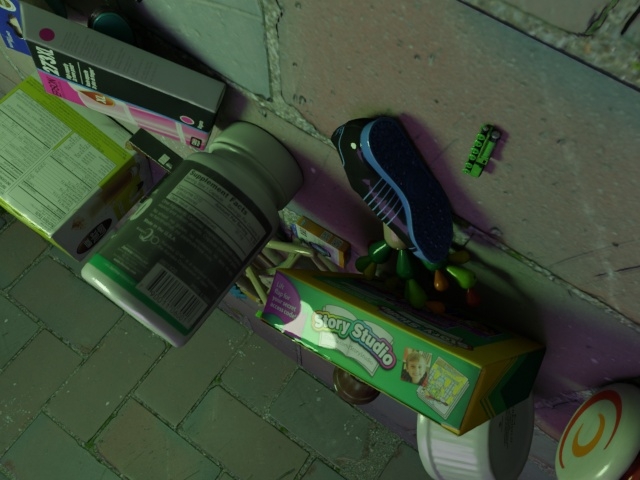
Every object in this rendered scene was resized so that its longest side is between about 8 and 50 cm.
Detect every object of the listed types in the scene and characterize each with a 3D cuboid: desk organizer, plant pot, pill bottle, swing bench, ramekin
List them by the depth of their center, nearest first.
[{"bbox_3d":[-0.201,-0.019,0.879,0.204,0.361,0.204,33,160,14],"label":"pill bottle"},{"bbox_3d":[0.310,0.345,0.993,0.127,0.272,0.272,0,140,44],"label":"ramekin"},{"bbox_3d":[-0.088,0.087,1.194,0.255,0.165,0.253,32,169,38],"label":"swing bench"},{"bbox_3d":[-0.400,-0.212,1.263,0.130,0.047,0.050,37,163,2],"label":"desk organizer"},{"bbox_3d":[0.131,0.414,1.613,0.167,0.167,0.165,33,153,11],"label":"plant pot"}]

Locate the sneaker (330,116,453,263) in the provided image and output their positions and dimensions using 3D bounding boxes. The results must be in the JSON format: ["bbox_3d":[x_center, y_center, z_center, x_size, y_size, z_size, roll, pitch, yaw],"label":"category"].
[{"bbox_3d":[0.098,-0.066,0.692,0.091,0.081,0.232,15,144,54],"label":"sneaker"}]

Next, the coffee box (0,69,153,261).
[{"bbox_3d":[-0.714,-0.189,1.423,0.338,0.334,0.337,38,161,-2],"label":"coffee box"}]

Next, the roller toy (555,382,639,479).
[{"bbox_3d":[0.464,0.328,0.764,0.146,0.209,0.191,33,140,10],"label":"roller toy"}]

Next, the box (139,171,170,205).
[{"bbox_3d":[-0.298,-0.059,1.287,0.247,0.142,0.163,24,157,34],"label":"box"}]

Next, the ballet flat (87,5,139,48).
[{"bbox_3d":[-0.336,-0.331,0.853,0.074,0.074,0.203,35,165,7],"label":"ballet flat"}]

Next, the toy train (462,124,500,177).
[{"bbox_3d":[0.177,-0.097,0.569,0.024,0.017,0.083,23,158,11],"label":"toy train"}]

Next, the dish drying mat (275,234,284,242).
[{"bbox_3d":[-0.088,0.017,1.297,0.083,0.008,0.032,41,161,-10],"label":"dish drying mat"}]

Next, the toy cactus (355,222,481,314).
[{"bbox_3d":[0.143,0.019,0.808,0.219,0.112,0.180,18,134,49],"label":"toy cactus"}]

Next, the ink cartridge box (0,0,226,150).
[{"bbox_3d":[-0.348,-0.266,0.842,0.371,0.069,0.176,21,164,-14],"label":"ink cartridge box"}]

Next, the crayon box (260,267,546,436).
[{"bbox_3d":[0.140,0.156,0.852,0.363,0.105,0.313,22,-171,36],"label":"crayon box"}]

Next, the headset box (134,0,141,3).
[{"bbox_3d":[-0.281,-0.373,0.709,0.083,0.032,0.062,30,159,22],"label":"headset box"}]

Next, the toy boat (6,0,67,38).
[{"bbox_3d":[-0.545,-0.464,0.835,0.268,0.148,0.318,28,167,39],"label":"toy boat"}]

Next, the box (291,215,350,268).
[{"bbox_3d":[0.000,0.000,1.081,0.136,0.028,0.081,34,161,18],"label":"box"}]

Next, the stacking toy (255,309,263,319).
[{"bbox_3d":[-0.164,0.100,1.379,0.221,0.167,0.052,44,161,-20],"label":"stacking toy"}]

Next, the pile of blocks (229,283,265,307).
[{"bbox_3d":[-0.250,0.069,1.508,0.149,0.112,0.362,-13,138,25],"label":"pile of blocks"}]
